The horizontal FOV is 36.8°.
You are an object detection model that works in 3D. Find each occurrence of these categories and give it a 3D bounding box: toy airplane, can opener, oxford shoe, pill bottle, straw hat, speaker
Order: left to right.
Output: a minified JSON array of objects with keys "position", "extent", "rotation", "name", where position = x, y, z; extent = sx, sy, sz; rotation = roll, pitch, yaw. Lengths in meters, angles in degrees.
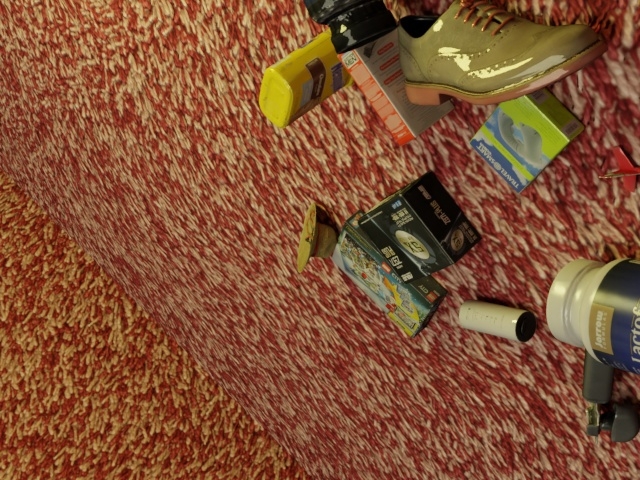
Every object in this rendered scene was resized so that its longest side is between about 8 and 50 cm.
[{"position":[0.000,0.000,1.941],"extent":[0.061,0.144,0.144],"rotation":[11,155,-12],"name":"straw hat"},{"position":[0.022,-0.379,1.341],"extent":[0.123,0.123,0.219],"rotation":[-16,99,62],"name":"pill bottle"},{"position":[0.211,-0.254,1.246],"extent":[0.348,0.123,0.130],"rotation":[4,122,54],"name":"oxford shoe"},{"position":[0.304,0.137,1.654],"extent":[0.136,0.055,0.055],"rotation":[9,131,53],"name":"speaker"},{"position":[0.463,0.220,1.518],"extent":[0.095,0.076,0.283],"rotation":[4,134,14],"name":"can opener"},{"position":[0.423,-0.084,1.222],"extent":[0.151,0.028,0.151],"rotation":[38,149,27],"name":"toy airplane"},{"position":[0.446,0.107,1.286],"extent":[0.265,0.153,0.153],"rotation":[14,135,50],"name":"pill bottle"}]

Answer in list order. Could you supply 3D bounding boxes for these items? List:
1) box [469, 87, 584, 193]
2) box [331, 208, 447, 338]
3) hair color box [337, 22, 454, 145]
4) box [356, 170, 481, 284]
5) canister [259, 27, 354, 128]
[{"position":[0.283,-0.143,1.355],"extent":[0.109,0.042,0.178],"rotation":[48,152,9],"name":"box"},{"position":[0.128,0.067,1.854],"extent":[0.233,0.044,0.159],"rotation":[44,153,14],"name":"box"},{"position":[0.114,-0.238,1.444],"extent":[0.167,0.093,0.053],"rotation":[55,154,-6],"name":"hair color box"},{"position":[0.165,-0.018,1.654],"extent":[0.147,0.077,0.180],"rotation":[53,153,-4],"name":"box"},{"position":[-0.012,-0.263,1.523],"extent":[0.073,0.170,0.126],"rotation":[45,153,14],"name":"canister"}]
